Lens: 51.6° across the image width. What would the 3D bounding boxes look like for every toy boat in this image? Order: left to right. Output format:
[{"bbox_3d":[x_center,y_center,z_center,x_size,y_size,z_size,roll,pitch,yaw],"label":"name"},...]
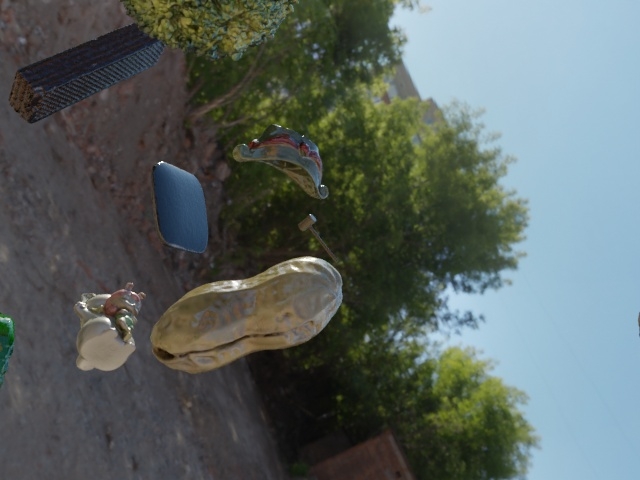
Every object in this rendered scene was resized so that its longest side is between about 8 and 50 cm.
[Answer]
[{"bbox_3d":[-0.050,-0.122,0.993,0.185,0.071,0.089,24,-12,-41],"label":"toy boat"}]

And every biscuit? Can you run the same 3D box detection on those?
[{"bbox_3d":[-0.488,-0.371,1.417,0.073,0.388,0.107,46,-42,-2],"label":"biscuit"}]

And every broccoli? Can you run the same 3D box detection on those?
[{"bbox_3d":[-0.160,-0.402,1.036,0.235,0.259,0.288,62,40,-30],"label":"broccoli"}]

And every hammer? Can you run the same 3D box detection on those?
[{"bbox_3d":[0.000,0.000,1.353,0.110,0.035,0.019,53,21,7],"label":"hammer"}]

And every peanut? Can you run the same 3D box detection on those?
[{"bbox_3d":[-0.097,0.108,0.943,0.130,0.290,0.130,164,-90,-72],"label":"peanut"}]

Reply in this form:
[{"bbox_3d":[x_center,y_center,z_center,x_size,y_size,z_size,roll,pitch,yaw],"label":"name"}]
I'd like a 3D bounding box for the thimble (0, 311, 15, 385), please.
[{"bbox_3d":[-0.438,0.146,0.823,0.118,0.090,0.130,-29,-130,50],"label":"thimble"}]

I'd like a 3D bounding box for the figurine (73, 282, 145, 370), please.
[{"bbox_3d":[-0.280,0.107,0.899,0.146,0.098,0.081,-113,-173,-57],"label":"figurine"}]

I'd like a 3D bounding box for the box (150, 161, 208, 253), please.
[{"bbox_3d":[-0.332,-0.075,1.550,0.201,0.042,0.213,22,55,-65],"label":"box"}]

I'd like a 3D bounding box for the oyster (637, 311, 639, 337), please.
[{"bbox_3d":[0.664,0.160,1.323,0.034,0.093,0.051,26,22,-49],"label":"oyster"}]
